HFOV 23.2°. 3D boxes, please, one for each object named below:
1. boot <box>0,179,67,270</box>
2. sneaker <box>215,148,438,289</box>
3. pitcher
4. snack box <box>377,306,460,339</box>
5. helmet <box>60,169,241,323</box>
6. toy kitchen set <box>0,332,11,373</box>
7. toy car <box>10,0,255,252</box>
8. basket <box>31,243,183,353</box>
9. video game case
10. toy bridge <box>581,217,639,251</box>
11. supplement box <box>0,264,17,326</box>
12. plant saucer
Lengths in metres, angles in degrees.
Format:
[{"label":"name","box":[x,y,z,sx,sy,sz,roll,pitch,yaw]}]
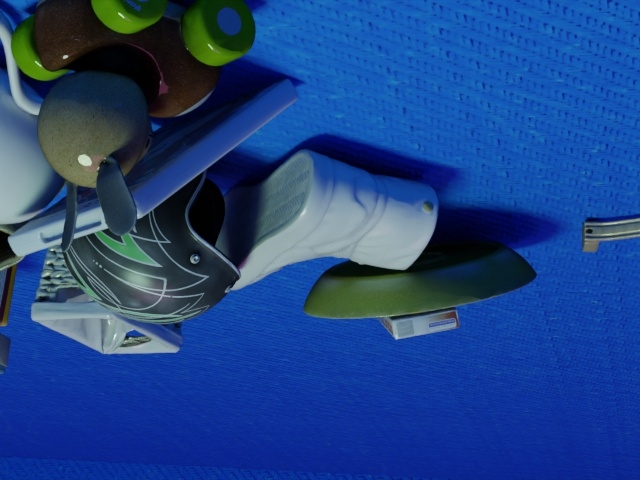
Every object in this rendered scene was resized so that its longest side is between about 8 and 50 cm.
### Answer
[{"label":"boot","box":[-0.348,-0.028,1.419,0.213,0.165,0.077,-2,122,9]},{"label":"sneaker","box":[0.000,0.000,1.521,0.169,0.108,0.292,12,163,-24]},{"label":"pitcher","box":[-0.281,-0.107,1.256,0.177,0.125,0.207,-21,141,25]},{"label":"snack box","box":[0.092,0.070,1.565,0.064,0.022,0.178,-11,-173,-4]},{"label":"helmet","box":[-0.157,-0.003,1.451,0.169,0.161,0.169,1,163,0]},{"label":"toy kitchen set","box":[-0.450,0.159,1.702,0.122,0.166,0.207,1,162,17]},{"label":"toy car","box":[-0.147,-0.086,1.138,0.149,0.188,0.155,17,160,-33]},{"label":"basket","box":[-0.239,0.062,1.795,0.113,0.103,0.167,-3,161,24]},{"label":"video game case","box":[-0.138,-0.060,1.278,0.183,0.201,0.023,-15,110,48]},{"label":"toy bridge","box":[0.355,-0.005,1.538,0.188,0.026,0.063,3,162,6]},{"label":"supplement box","box":[-0.426,0.024,1.719,0.081,0.104,0.188,-4,161,28]},{"label":"plant saucer","box":[0.098,0.035,1.587,0.241,0.037,0.241,-10,-172,1]}]
